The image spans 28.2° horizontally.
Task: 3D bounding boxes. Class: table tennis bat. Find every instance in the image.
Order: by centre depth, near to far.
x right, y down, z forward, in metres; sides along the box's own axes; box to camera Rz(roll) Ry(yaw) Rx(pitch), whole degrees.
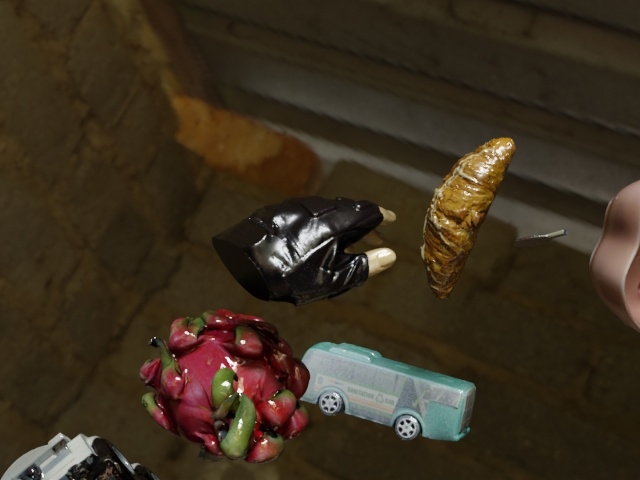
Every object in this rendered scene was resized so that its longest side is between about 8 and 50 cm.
[{"bbox_3d":[0.305,-0.003,1.765,0.050,0.007,0.083,7,-17,-44],"label":"table tennis bat"}]

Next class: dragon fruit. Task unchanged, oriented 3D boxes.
[{"bbox_3d":[-0.102,0.182,1.569,0.273,0.198,0.218,16,-41,51],"label":"dragon fruit"}]

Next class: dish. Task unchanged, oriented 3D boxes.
[{"bbox_3d":[0.399,0.010,1.555,0.090,0.213,0.213,20,-19,46],"label":"dish"}]

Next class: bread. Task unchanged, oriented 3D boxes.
[{"bbox_3d":[0.177,-0.034,1.648,0.076,0.233,0.105,23,17,10],"label":"bread"}]

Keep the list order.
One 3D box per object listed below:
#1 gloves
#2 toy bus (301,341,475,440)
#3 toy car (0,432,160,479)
[{"bbox_3d":[0.000,0.000,1.484,0.164,0.203,0.124,38,-32,35],"label":"gloves"},{"bbox_3d":[0.090,0.221,1.833,0.262,0.109,0.091,14,7,18],"label":"toy bus"},{"bbox_3d":[-0.293,0.332,1.538,0.118,0.193,0.301,49,-5,21],"label":"toy car"}]
